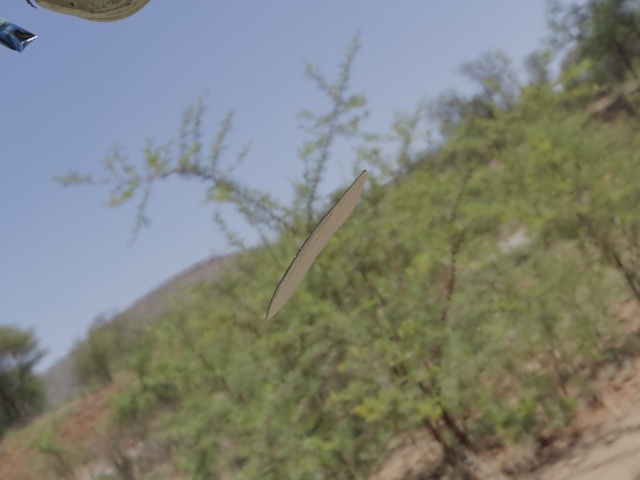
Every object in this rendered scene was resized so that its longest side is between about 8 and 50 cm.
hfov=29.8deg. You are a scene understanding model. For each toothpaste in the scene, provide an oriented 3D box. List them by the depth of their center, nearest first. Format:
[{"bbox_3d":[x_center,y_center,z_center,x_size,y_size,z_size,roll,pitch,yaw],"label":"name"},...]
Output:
[{"bbox_3d":[-0.281,-0.183,1.011,0.027,0.083,0.019,-63,1,-41],"label":"toothpaste"}]

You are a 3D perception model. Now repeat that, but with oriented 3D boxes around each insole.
[{"bbox_3d":[0.000,0.000,0.772,0.153,0.002,0.053,-52,-16,-51],"label":"insole"}]

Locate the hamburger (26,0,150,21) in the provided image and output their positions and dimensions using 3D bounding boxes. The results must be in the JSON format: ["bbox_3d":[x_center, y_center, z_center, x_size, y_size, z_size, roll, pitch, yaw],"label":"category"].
[{"bbox_3d":[-0.183,-0.238,0.935,0.133,0.140,0.062,-63,7,14],"label":"hamburger"}]
